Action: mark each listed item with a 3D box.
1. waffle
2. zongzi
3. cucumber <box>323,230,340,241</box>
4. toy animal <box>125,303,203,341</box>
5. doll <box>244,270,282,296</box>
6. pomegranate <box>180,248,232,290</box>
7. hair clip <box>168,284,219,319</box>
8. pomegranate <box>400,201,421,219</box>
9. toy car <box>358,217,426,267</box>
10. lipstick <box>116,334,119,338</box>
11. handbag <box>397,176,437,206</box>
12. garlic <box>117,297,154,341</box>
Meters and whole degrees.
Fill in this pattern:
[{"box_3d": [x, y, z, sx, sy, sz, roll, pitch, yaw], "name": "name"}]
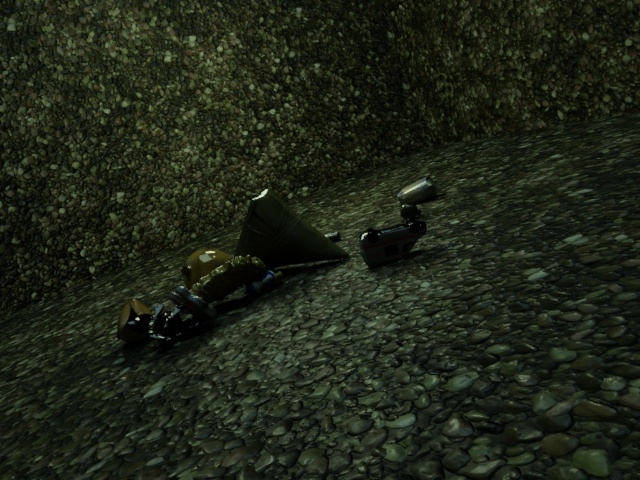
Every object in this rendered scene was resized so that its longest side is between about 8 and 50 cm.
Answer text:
[{"box_3d": [-0.302, 0.134, 1.763, 0.253, 0.056, 0.249, -37, -19, 15], "name": "waffle"}, {"box_3d": [-0.142, 0.075, 1.956, 0.181, 0.418, 0.447, -50, -10, -46], "name": "zongzi"}, {"box_3d": [0.000, 0.000, 2.161, 0.163, 0.039, 0.043, -14, -9, 15], "name": "cucumber"}, {"box_3d": [-0.451, 0.258, 1.602, 0.218, 0.116, 0.179, 0, -22, -3], "name": "toy animal"}, {"box_3d": [-0.189, 0.140, 1.768, 0.142, 0.058, 0.099, -28, -8, -33], "name": "doll"}, {"box_3d": [-0.413, 0.113, 1.965, 0.196, 0.196, 0.196, -19, 11, 4], "name": "pomegranate"}, {"box_3d": [-0.383, 0.186, 1.636, 0.257, 0.146, 0.075, -32, 31, 57], "name": "hair clip"}, {"box_3d": [0.343, -0.112, 2.054, 0.084, 0.073, 0.073, -3, 12, 2], "name": "pomegranate"}, {"box_3d": [0.220, 0.005, 1.621, 0.209, 0.108, 0.089, -15, 9, 1], "name": "toy car"}, {"box_3d": [-0.663, 0.308, 1.855, 0.018, 0.019, 0.094, -16, 11, 18], "name": "lipstick"}, {"box_3d": [0.423, -0.207, 2.325, 0.173, 0.095, 0.117, -22, 14, 30], "name": "handbag"}, {"box_3d": [-0.570, 0.260, 1.704, 0.115, 0.128, 0.206, 24, -9, -20], "name": "garlic"}]
